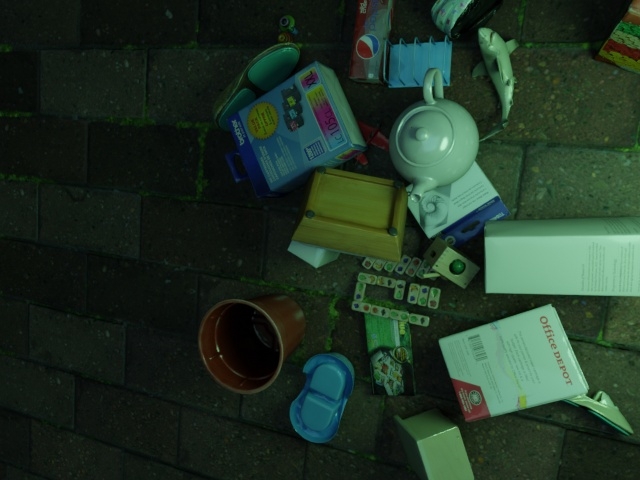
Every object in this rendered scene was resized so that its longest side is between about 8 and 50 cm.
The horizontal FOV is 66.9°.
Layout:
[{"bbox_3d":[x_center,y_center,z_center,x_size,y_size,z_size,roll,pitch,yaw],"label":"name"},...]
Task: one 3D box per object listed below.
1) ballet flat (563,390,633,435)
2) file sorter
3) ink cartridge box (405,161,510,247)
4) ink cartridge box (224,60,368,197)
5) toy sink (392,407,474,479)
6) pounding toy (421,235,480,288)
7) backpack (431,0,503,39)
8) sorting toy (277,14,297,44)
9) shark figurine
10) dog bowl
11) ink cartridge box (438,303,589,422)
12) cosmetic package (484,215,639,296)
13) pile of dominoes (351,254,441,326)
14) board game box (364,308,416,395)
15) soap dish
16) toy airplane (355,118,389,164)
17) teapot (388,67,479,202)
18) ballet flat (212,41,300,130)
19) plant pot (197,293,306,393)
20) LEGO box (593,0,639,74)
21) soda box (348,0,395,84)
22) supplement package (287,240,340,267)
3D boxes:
[{"bbox_3d":[0.698,0.415,1.269,0.248,0.086,0.086,26,104,17],"label":"ballet flat"},{"bbox_3d":[0.263,-0.486,1.316,0.170,0.104,0.118,4,98,19],"label":"file sorter"},{"bbox_3d":[0.369,-0.105,1.348,0.223,0.045,0.224,-36,83,20],"label":"ink cartridge box"},{"bbox_3d":[-0.096,-0.298,1.435,0.395,0.151,0.270,-26,83,26],"label":"ink cartridge box"},{"bbox_3d":[0.317,0.581,1.381,0.131,0.234,0.152,-17,88,-8],"label":"toy sink"},{"bbox_3d":[0.338,0.069,1.304,0.130,0.141,0.100,32,103,-9],"label":"pounding toy"},{"bbox_3d":[0.379,-0.615,1.251,0.182,0.152,0.115,-48,64,22],"label":"backpack"},{"bbox_3d":[-0.105,-0.637,1.469,0.061,0.042,0.102,4,97,20],"label":"sorting toy"},{"bbox_3d":[0.450,-0.416,1.276,0.116,0.166,0.278,4,117,45],"label":"shark figurine"},{"bbox_3d":[0.012,0.486,1.528,0.166,0.074,0.297,22,102,17],"label":"dog bowl"},{"bbox_3d":[0.498,0.325,1.270,0.306,0.131,0.226,-22,67,20],"label":"ink cartridge box"},{"bbox_3d":[0.595,0.033,1.193,0.366,0.197,0.155,-2,105,22],"label":"cosmetic package"},{"bbox_3d":[0.222,0.134,1.414,0.251,0.040,0.196,10,90,19],"label":"pile of dominoes"},{"bbox_3d":[0.210,0.338,1.464,0.136,0.030,0.259,-4,94,23],"label":"board game box"},{"bbox_3d":[0.087,-0.076,1.292,0.291,0.118,0.229,12,56,3],"label":"soap dish"},{"bbox_3d":[0.137,-0.288,1.424,0.151,0.028,0.151,2,95,21],"label":"toy airplane"},{"bbox_3d":[0.282,-0.264,1.251,0.252,0.187,0.256,-41,72,19],"label":"teapot"},{"bbox_3d":[-0.212,-0.489,1.496,0.348,0.123,0.123,-43,81,17],"label":"ballet flat"},{"bbox_3d":[-0.181,0.285,1.476,0.272,0.265,0.272,2,97,21],"label":"plant pot"},{"bbox_3d":[0.796,-0.611,0.963,0.193,0.372,0.500,28,104,16],"label":"LEGO box"},{"bbox_3d":[0.147,-0.579,1.360,0.092,0.083,0.263,10,98,18],"label":"soda box"},{"bbox_3d":[0.000,0.000,1.424,0.105,0.179,0.105,31,105,15],"label":"supplement package"}]
